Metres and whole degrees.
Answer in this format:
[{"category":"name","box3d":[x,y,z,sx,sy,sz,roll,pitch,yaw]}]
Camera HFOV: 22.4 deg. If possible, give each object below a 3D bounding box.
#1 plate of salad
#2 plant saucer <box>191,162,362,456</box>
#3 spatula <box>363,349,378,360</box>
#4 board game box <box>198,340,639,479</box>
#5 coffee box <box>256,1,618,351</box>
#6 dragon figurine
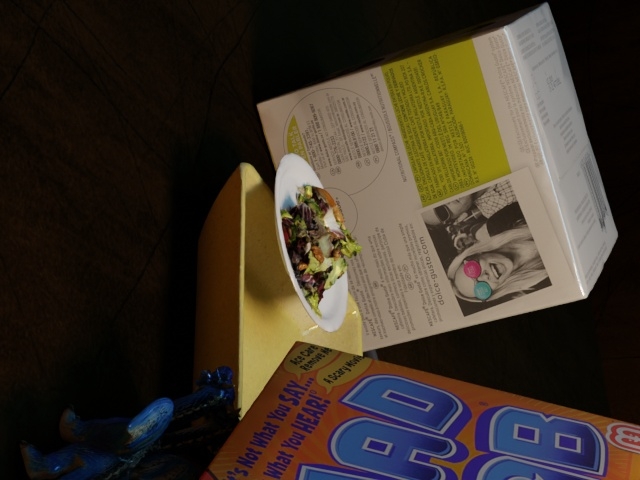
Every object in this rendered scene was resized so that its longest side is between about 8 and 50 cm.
[{"category":"plate of salad","box3d":[0.000,0.000,1.752,0.200,0.048,0.200,-13,90,-72]},{"category":"plant saucer","box3d":[-0.048,0.141,1.712,0.333,0.081,0.332,53,29,-50]},{"category":"spatula","box3d":[0.081,0.257,2.086,0.084,0.030,0.296,36,43,-65]},{"category":"board game box","box3d":[0.076,0.343,1.307,0.356,0.356,0.356,-52,154,-67]},{"category":"coffee box","box3d":[0.158,-0.084,2.074,0.337,0.334,0.338,-36,109,-69]},{"category":"dragon figurine","box3d":[-0.151,0.174,1.281,0.289,0.144,0.085,-41,115,-70]}]
